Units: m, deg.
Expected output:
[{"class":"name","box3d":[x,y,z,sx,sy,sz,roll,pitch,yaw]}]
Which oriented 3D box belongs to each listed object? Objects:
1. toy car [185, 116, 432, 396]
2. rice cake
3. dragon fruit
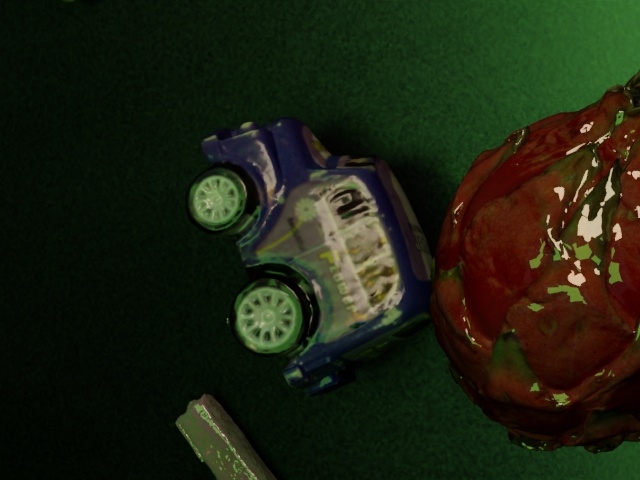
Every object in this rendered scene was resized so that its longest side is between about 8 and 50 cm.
[{"class":"toy car","box3d":[0.000,0.000,1.198,0.158,0.172,0.235,-25,81,11]},{"class":"rice cake","box3d":[-0.055,0.228,1.312,0.207,0.036,0.047,51,124,13]},{"class":"dragon fruit","box3d":[0.203,0.015,1.048,0.244,0.244,0.299,28,107,22]}]
